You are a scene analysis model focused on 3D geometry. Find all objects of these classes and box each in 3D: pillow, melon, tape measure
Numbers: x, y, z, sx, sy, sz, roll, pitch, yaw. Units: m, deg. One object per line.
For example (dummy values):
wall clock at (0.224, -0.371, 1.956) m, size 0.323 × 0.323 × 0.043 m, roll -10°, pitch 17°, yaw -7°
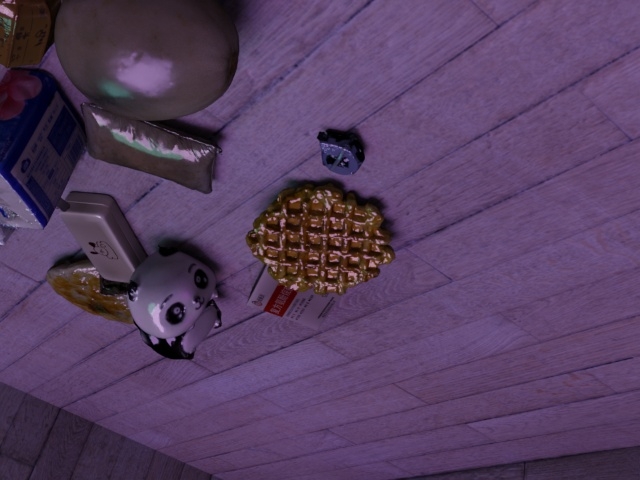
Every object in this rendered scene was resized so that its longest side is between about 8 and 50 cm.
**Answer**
pillow at (-0.361, -0.191, 1.553) m, size 0.302 × 0.075 × 0.185 m, roll 18°, pitch 148°, yaw -2°
melon at (-0.285, -0.320, 1.178) m, size 0.308 × 0.272 × 0.272 m, roll 0°, pitch 144°, yaw 33°
tape measure at (0.044, -0.174, 1.437) m, size 0.091 × 0.054 × 0.094 m, roll 7°, pitch 144°, yaw 23°

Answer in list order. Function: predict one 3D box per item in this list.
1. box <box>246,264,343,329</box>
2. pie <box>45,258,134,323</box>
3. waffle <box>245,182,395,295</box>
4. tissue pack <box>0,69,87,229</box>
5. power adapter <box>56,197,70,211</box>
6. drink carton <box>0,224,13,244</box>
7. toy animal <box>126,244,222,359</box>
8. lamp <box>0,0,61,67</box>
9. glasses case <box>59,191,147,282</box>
box at (-0.048, 0.107, 1.873) m, size 0.214 × 0.069 × 0.353 m, roll 20°, pitch 144°, yaw -7°
pie at (-0.660, 0.158, 2.174) m, size 0.337 × 0.075 × 0.337 m, roll 11°, pitch 147°, yaw 7°
waffle at (0.000, 0.000, 1.637) m, size 0.325 × 0.068 × 0.302 m, roll -35°, pitch 115°, yaw 27°
tissue pack at (-0.608, -0.183, 1.486) m, size 0.137 × 0.270 × 0.209 m, roll 0°, pitch 145°, yaw 17°
power adapter at (-0.689, -0.150, 1.663) m, size 0.255 × 0.124 × 0.187 m, roll 41°, pitch 166°, yaw -33°
drink carton at (-0.893, -0.087, 1.861) m, size 0.222 × 0.134 × 0.102 m, roll 12°, pitch 144°, yaw 4°
toy animal at (-0.401, 0.163, 1.938) m, size 0.250 × 0.251 × 0.310 m, roll 9°, pitch 141°, yaw 10°
lamp at (-0.532, -0.398, 1.256) m, size 0.161 × 0.161 × 0.185 m, roll 25°, pitch 146°, yaw -14°
glasses case at (-0.561, -0.001, 1.910) m, size 0.131 × 0.070 × 0.313 m, roll 6°, pitch 145°, yaw 14°
